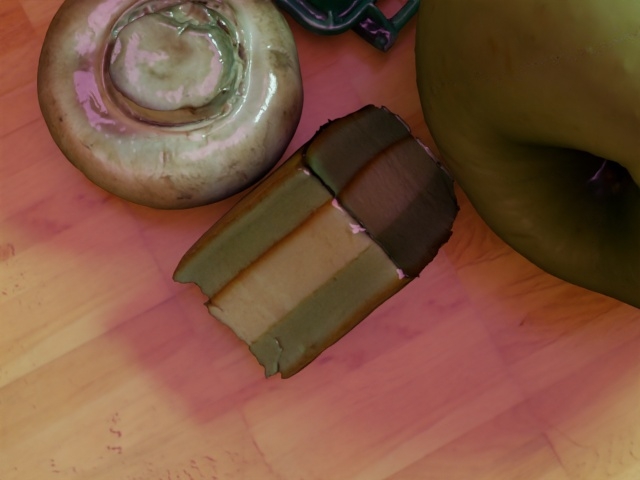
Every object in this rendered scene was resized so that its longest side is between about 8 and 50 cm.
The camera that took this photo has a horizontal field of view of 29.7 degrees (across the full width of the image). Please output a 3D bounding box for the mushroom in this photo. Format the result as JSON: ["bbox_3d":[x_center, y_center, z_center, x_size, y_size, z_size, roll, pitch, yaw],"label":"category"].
[{"bbox_3d":[-0.139,-0.150,1.094,0.255,0.184,0.254,0,93,3],"label":"mushroom"}]

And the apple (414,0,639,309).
[{"bbox_3d":[0.311,-0.171,1.005,0.474,0.473,0.473,0,84,-4],"label":"apple"}]

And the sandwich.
[{"bbox_3d":[0.000,0.000,1.128,0.198,0.227,0.155,-41,90,28],"label":"sandwich"}]

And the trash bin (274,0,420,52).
[{"bbox_3d":[0.021,-0.355,1.027,0.295,0.381,0.259,42,83,1],"label":"trash bin"}]
